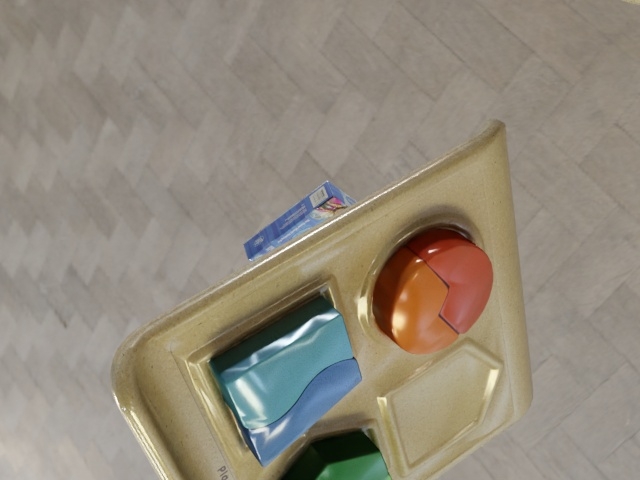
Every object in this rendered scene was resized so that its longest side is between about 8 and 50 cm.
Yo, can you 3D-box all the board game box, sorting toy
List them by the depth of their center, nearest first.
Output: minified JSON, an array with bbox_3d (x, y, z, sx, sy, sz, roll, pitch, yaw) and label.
[{"bbox_3d":[0.040,0.112,0.458,0.041,0.229,0.307,35,151,45],"label":"sorting toy"},{"bbox_3d":[0.000,0.000,0.685,0.090,0.090,0.020,-36,52,21],"label":"board game box"}]

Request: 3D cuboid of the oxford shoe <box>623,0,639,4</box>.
[{"bbox_3d":[0.117,-0.262,0.441,0.140,0.146,0.397,-13,64,1],"label":"oxford shoe"}]
